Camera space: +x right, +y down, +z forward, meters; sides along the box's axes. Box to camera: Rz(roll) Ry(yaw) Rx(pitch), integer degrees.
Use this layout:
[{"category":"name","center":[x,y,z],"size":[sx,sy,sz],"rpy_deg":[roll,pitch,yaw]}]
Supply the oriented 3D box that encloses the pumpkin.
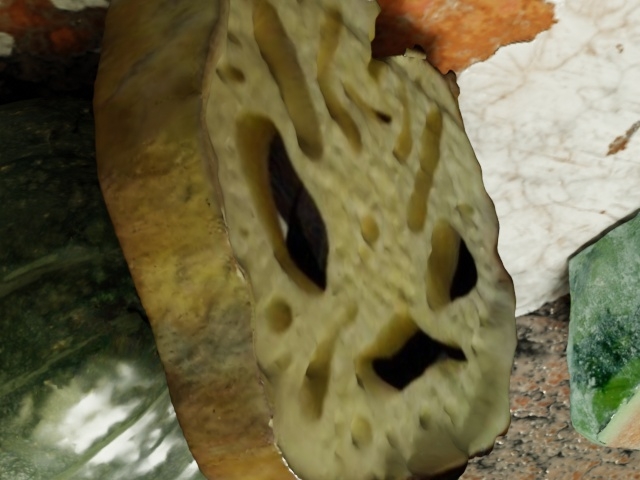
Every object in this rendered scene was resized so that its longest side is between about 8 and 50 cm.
[{"category":"pumpkin","center":[-0.151,0.063,1.201],"size":[0.257,0.291,0.327],"rpy_deg":[-30,147,13]}]

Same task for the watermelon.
[{"category":"watermelon","center":[0.308,0.096,1.506],"size":[0.193,0.140,0.256],"rpy_deg":[-37,143,14]}]

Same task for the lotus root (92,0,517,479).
[{"category":"lotus root","center":[0.000,0.000,1.124],"size":[0.111,0.375,0.390],"rpy_deg":[-17,130,28]}]
